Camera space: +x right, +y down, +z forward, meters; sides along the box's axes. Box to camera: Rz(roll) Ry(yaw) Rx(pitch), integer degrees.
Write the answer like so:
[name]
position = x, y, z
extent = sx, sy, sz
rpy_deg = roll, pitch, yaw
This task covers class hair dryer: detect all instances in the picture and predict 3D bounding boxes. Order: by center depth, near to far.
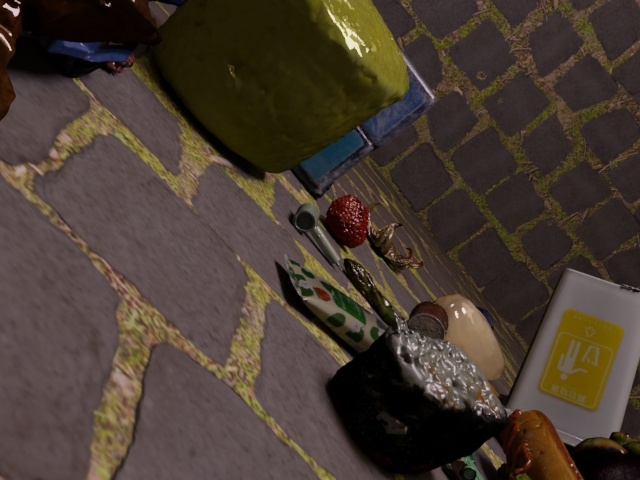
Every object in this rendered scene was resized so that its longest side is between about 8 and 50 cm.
[hair dryer]
position = 0.000, 0.000, 1.184
extent = 0.124, 0.038, 0.063
rpy_deg = 58, 12, -9

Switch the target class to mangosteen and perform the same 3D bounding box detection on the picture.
[mangosteen]
position = 0.517, 0.447, 1.208
extent = 0.275, 0.275, 0.302
rpy_deg = 46, 32, -26

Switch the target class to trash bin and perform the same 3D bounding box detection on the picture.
[trash bin]
position = 0.518, 0.256, 1.495
extent = 0.256, 0.367, 0.296
rpy_deg = 19, -1, 18

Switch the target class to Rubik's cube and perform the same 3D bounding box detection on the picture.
[Rubik's cube]
position = 0.031, -0.316, 1.545
extent = 0.318, 0.313, 0.316
rpy_deg = 52, 12, -5

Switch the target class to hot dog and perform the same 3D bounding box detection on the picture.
[hot dog]
position = 0.337, 0.399, 1.065
extent = 0.349, 0.117, 0.158
rpy_deg = -105, 174, -58

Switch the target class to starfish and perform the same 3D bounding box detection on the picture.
[starfish]
position = 0.169, 0.003, 1.716
extent = 0.190, 0.074, 0.146
rpy_deg = 44, 15, -36

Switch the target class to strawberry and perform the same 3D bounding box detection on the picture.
[strawberry]
position = 0.051, -0.033, 1.372
extent = 0.096, 0.083, 0.083
rpy_deg = 61, 13, 9

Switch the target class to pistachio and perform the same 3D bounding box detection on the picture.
[pistachio]
position = 0.282, 0.202, 1.481
extent = 0.145, 0.117, 0.200
rpy_deg = -31, 93, -42

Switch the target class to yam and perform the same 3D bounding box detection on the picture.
[yam]
position = 0.197, 0.158, 1.359
extent = 0.079, 0.079, 0.141
rpy_deg = 53, 12, 2

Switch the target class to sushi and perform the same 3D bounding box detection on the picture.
[sushi]
position = 0.117, 0.185, 0.836
extent = 0.225, 0.126, 0.136
rpy_deg = 36, 20, -50

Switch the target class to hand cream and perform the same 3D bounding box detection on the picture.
[hand cream]
position = 0.052, 0.116, 0.973
extent = 0.276, 0.059, 0.095
rpy_deg = 40, 14, -30

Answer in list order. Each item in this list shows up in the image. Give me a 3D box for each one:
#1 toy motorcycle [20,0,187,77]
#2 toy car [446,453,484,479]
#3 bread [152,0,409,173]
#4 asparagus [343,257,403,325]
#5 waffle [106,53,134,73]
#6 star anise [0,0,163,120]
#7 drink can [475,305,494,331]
[toy motorcycle]
position = -0.207, -0.247, 0.653
extent = 0.125, 0.213, 0.358
rpy_deg = 51, 11, -7
[toy car]
position = 0.209, 0.330, 0.977
extent = 0.122, 0.035, 0.059
rpy_deg = 60, 11, -1
[bread]
position = -0.064, -0.293, 1.121
extent = 0.348, 0.308, 0.348
rpy_deg = 50, 18, -22
[asparagus]
position = 0.092, 0.092, 1.254
extent = 0.165, 0.030, 0.036
rpy_deg = 52, 35, -10
[waffle]
position = -0.259, -0.234, 0.876
extent = 0.083, 0.029, 0.075
rpy_deg = 44, 11, -23
[star anise]
position = -0.224, -0.144, 0.378
extent = 0.346, 0.148, 0.237
rpy_deg = -10, 106, -68
[drink can]
position = 0.380, 0.210, 1.866
extent = 0.097, 0.097, 0.235
rpy_deg = 56, 12, 17
